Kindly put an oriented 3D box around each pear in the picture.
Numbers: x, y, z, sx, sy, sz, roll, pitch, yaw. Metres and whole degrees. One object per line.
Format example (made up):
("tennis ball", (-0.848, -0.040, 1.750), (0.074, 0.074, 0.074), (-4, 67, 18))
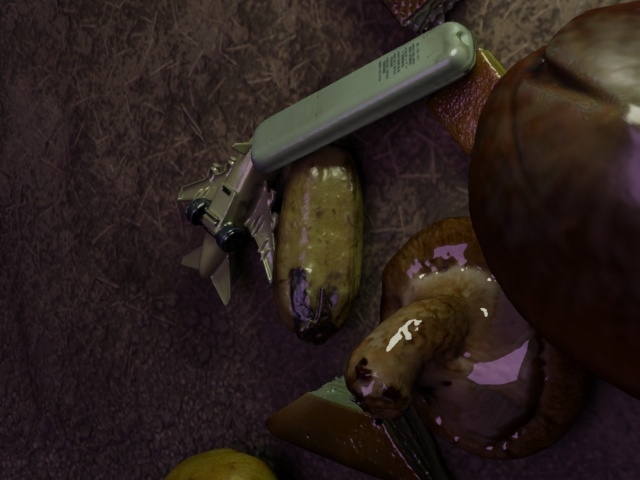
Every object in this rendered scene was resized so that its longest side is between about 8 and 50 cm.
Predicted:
("pear", (-0.128, 0.369, 1.419), (0.209, 0.209, 0.209), (3, 95, 35))

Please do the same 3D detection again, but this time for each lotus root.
("lotus root", (0.000, 0.000, 1.365), (0.110, 0.097, 0.258), (7, 86, -8))

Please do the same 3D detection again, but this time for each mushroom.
("mushroom", (0.173, 0.110, 1.201), (0.267, 0.254, 0.267), (2, 102, 9))

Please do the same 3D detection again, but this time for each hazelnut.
("hazelnut", (0.331, -0.041, 0.992), (0.409, 0.359, 0.359), (33, 111, 24))

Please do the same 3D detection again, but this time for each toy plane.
("toy plane", (-0.110, -0.045, 1.445), (0.229, 0.092, 0.244), (39, 117, 37))

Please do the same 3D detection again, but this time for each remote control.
("remote control", (0.043, -0.166, 1.303), (0.309, 0.038, 0.090), (-25, 39, 25))

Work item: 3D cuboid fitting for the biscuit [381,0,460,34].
("biscuit", (0.086, -0.361, 1.296), (0.106, 0.070, 0.252), (-44, 70, 30))

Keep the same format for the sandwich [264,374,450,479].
("sandwich", (0.046, 0.227, 1.351), (0.258, 0.094, 0.096), (15, 106, 32))

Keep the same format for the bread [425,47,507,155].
("bread", (0.180, -0.157, 1.265), (0.094, 0.035, 0.090), (-45, 68, 29))
